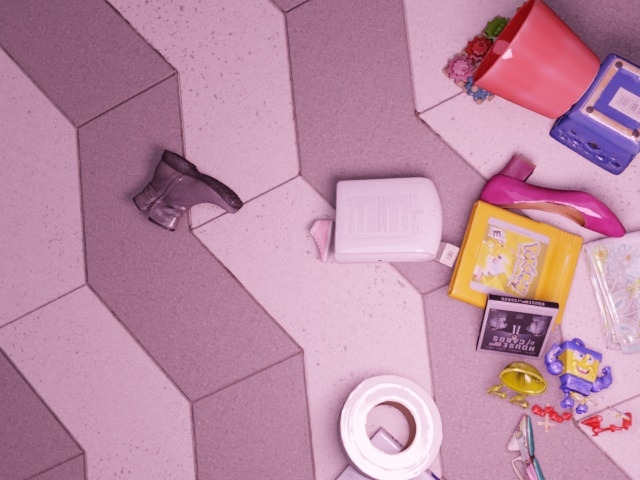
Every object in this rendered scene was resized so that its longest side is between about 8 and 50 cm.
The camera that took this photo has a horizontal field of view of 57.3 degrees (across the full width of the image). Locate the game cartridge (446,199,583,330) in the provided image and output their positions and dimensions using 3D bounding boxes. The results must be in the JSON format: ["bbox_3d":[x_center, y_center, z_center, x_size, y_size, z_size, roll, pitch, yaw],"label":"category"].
[{"bbox_3d":[0.543,0.072,1.624,0.324,0.052,0.285,19,82,-2],"label":"game cartridge"}]

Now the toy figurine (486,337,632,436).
[{"bbox_3d":[0.663,0.361,1.610,0.363,0.191,0.217,21,58,3],"label":"toy figurine"}]

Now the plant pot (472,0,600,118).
[{"bbox_3d":[0.592,-0.476,1.585,0.243,0.275,0.275,32,92,-4],"label":"plant pot"}]

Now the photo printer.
[{"bbox_3d":[0.197,-0.058,1.700,0.308,0.107,0.256,-2,69,10],"label":"photo printer"}]

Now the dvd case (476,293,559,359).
[{"bbox_3d":[0.530,0.239,1.594,0.179,0.238,0.029,6,46,11],"label":"dvd case"}]

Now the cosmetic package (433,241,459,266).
[{"bbox_3d":[0.349,0.036,1.682,0.041,0.115,0.060,23,92,-11],"label":"cosmetic package"}]

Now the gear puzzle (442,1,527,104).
[{"bbox_3d":[0.537,-0.571,1.729,0.339,0.044,0.175,-45,80,4],"label":"gear puzzle"}]

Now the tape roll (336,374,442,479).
[{"bbox_3d":[0.189,0.523,1.632,0.286,0.100,0.286,2,66,-4],"label":"tape roll"}]

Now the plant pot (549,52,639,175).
[{"bbox_3d":[0.797,-0.346,1.581,0.236,0.212,0.236,34,92,11],"label":"plant pot"}]

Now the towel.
[{"bbox_3d":[0.932,0.118,1.585,0.375,0.090,0.320,-14,84,9],"label":"towel"}]

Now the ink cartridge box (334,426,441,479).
[{"bbox_3d":[0.191,0.771,1.683,0.324,0.071,0.330,41,96,12],"label":"ink cartridge box"}]

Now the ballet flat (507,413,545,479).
[{"bbox_3d":[0.568,0.601,1.631,0.079,0.077,0.221,-16,83,29],"label":"ballet flat"}]

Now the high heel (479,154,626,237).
[{"bbox_3d":[0.638,-0.074,1.633,0.377,0.127,0.181,37,83,25],"label":"high heel"}]

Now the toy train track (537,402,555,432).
[{"bbox_3d":[0.639,0.500,1.648,0.048,0.014,0.083,4,86,10],"label":"toy train track"}]

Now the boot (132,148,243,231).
[{"bbox_3d":[-0.417,-0.116,1.849,0.338,0.118,0.222,34,95,22],"label":"boot"}]

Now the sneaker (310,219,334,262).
[{"bbox_3d":[0.000,0.000,1.785,0.070,0.051,0.134,7,84,12],"label":"sneaker"}]
